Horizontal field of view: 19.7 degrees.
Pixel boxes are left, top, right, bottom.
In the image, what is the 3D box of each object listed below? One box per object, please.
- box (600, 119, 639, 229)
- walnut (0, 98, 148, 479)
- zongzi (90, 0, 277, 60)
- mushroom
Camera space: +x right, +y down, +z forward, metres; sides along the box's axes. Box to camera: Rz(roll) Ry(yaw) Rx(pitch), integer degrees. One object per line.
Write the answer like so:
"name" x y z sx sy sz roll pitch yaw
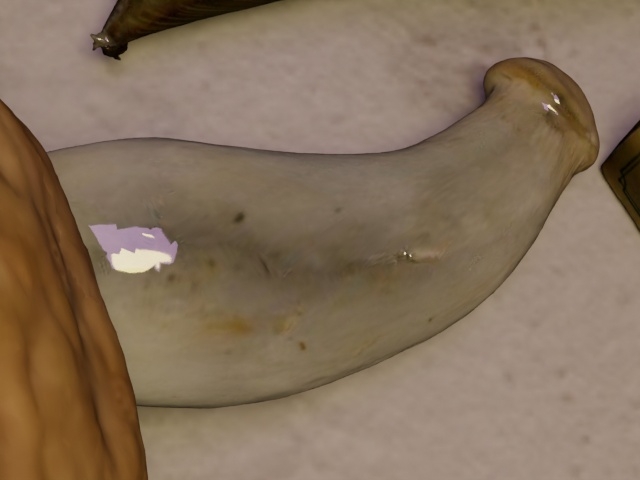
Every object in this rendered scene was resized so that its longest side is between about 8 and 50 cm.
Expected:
"box" 0.254 0.018 0.796 0.159 0.071 0.240 -29 80 -16
"walnut" -0.205 0.086 0.600 0.306 0.306 0.344 -23 82 -13
"zongzi" 0.053 -0.132 0.789 0.221 0.112 0.242 30 81 0
"mushroom" 0.000 0.000 0.755 0.270 0.103 0.118 -12 83 -21
